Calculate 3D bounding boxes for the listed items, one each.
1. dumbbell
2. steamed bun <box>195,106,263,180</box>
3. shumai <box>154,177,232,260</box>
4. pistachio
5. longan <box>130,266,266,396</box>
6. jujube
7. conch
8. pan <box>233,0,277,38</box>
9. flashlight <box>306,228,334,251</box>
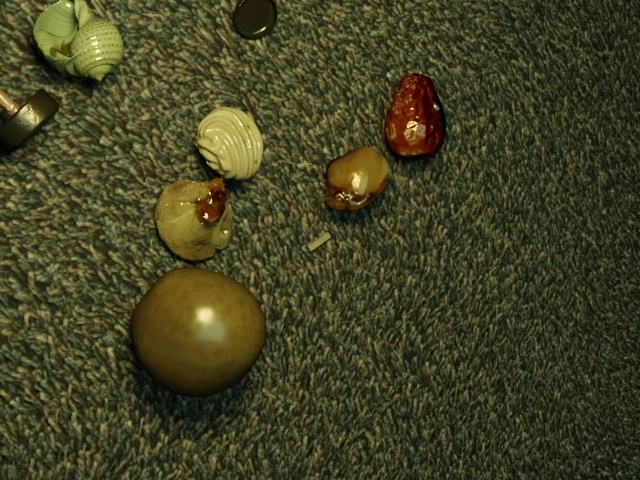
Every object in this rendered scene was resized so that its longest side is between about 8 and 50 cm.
[{"bbox_3d":[-0.667,-0.301,1.666,0.218,0.152,0.152,46,70,-20],"label":"dumbbell"},{"bbox_3d":[-0.203,-0.230,1.896,0.183,0.106,0.182,39,35,-34],"label":"steamed bun"},{"bbox_3d":[-0.276,-0.053,1.887,0.201,0.120,0.201,2,87,-30],"label":"shumai"},{"bbox_3d":[0.087,-0.152,2.074,0.210,0.165,0.130,-53,151,-31],"label":"pistachio"},{"bbox_3d":[-0.273,0.202,1.807,0.297,0.297,0.297,0,89,-27],"label":"longan"},{"bbox_3d":[0.250,-0.328,2.145,0.168,0.168,0.236,8,79,-27],"label":"jujube"},{"bbox_3d":[-0.516,-0.424,1.761,0.172,0.131,0.200,-20,58,-4],"label":"conch"},{"bbox_3d":[-0.163,-0.581,1.938,0.115,0.040,0.212,-24,140,-17],"label":"pan"},{"bbox_3d":[0.000,0.000,2.085,0.083,0.018,0.018,-35,103,-24],"label":"flashlight"}]
